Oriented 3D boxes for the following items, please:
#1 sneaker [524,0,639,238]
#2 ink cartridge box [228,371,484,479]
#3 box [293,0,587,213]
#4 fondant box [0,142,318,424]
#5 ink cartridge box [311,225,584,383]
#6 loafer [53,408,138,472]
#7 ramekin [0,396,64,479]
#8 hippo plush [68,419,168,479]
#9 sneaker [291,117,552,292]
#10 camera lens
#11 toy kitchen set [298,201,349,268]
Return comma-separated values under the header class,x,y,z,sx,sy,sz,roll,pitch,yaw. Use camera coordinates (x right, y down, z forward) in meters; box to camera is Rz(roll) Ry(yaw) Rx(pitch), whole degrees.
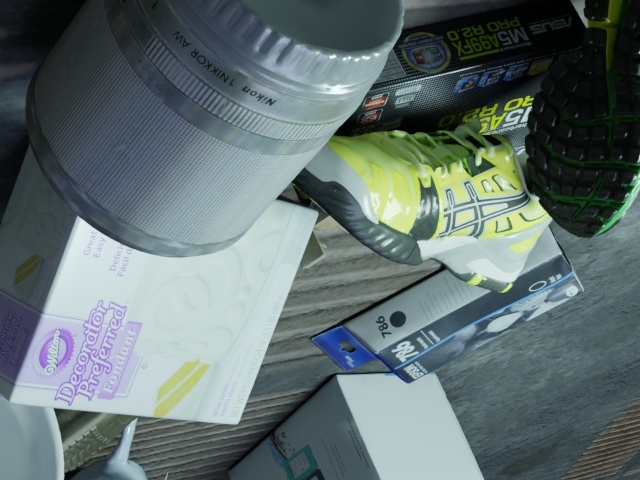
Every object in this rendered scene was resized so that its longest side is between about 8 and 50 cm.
class,x,y,z,sx,sy,sz,roll,pitch,yaw
sneaker,0.310,-0.159,1.738,0.146,0.134,0.344,1,114,-49
ink cartridge box,0.048,0.333,2.514,0.198,0.197,0.270,2,145,-43
box,0.116,-0.133,1.826,0.270,0.060,0.216,-14,153,-22
fondant box,-0.169,0.043,1.738,0.330,0.096,0.238,14,99,-52
ink cartridge box,0.165,0.095,2.317,0.332,0.065,0.165,-28,156,9
loafer,-0.220,0.150,2.048,0.268,0.092,0.102,-36,160,-15
ramekin,-0.391,0.196,1.775,0.135,0.277,0.277,-28,156,25
hippo plush,-0.315,0.387,2.249,0.236,0.234,0.294,-15,154,-22
sneaker,0.102,-0.061,1.765,0.147,0.145,0.384,-56,149,13
camera lens,-0.090,-0.135,1.446,0.219,0.219,0.274,-1,146,-41
toy kitchen set,0.000,0.000,1.972,0.083,0.068,0.075,-33,154,18
